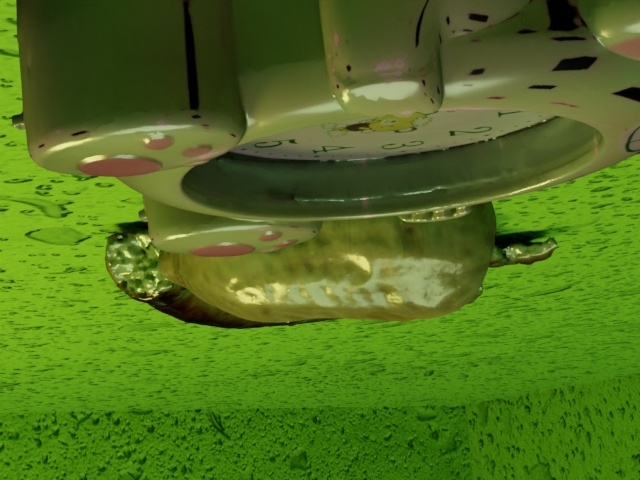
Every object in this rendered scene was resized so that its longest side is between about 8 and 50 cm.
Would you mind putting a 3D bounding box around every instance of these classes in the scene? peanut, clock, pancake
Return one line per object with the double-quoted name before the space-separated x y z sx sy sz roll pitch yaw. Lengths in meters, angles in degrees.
"peanut" 0.000 0.000 1.093 0.253 0.122 0.137 -5 179 15
"clock" 0.037 -0.078 0.734 0.310 0.114 0.284 -7 167 8
"pancake" 0.020 0.029 1.391 0.305 0.066 0.427 -13 165 29
